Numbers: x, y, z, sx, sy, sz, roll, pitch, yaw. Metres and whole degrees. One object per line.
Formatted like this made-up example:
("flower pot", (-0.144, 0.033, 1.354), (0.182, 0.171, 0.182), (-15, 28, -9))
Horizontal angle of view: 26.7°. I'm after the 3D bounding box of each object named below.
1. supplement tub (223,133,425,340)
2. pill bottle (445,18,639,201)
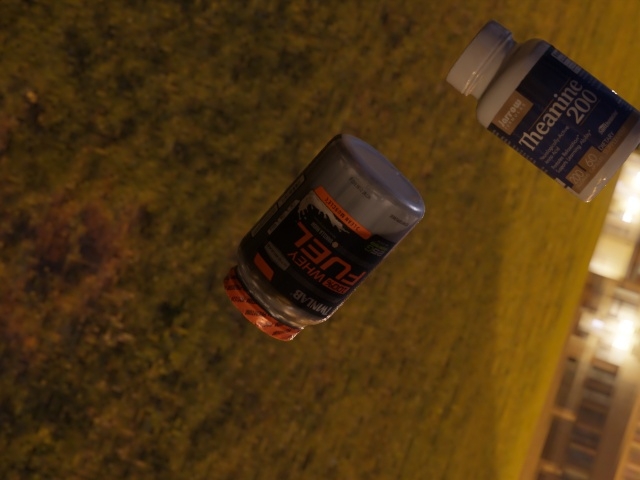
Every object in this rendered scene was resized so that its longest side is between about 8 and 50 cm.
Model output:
("supplement tub", (0.000, 0.000, 1.302), (0.190, 0.117, 0.117), (-48, 174, 15))
("pill bottle", (0.141, -0.085, 0.848), (0.067, 0.120, 0.067), (-52, 175, -6))
